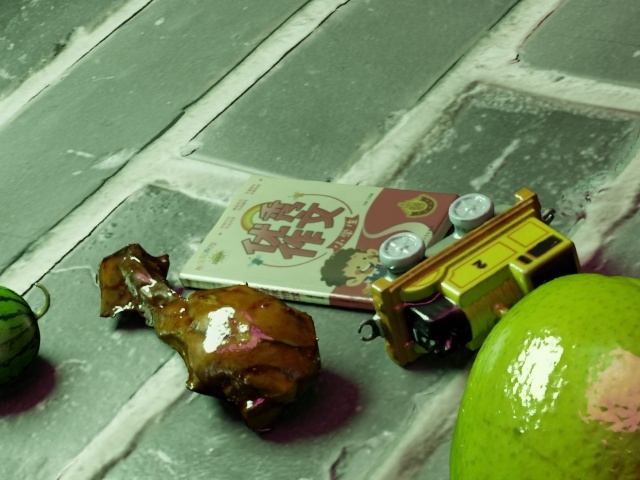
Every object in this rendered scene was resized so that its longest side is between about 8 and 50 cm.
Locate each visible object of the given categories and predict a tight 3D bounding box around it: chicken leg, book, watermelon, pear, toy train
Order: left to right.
[{"bbox_3d":[-0.300,0.088,1.594,0.109,0.109,0.109,-10,36,7],"label":"watermelon"},{"bbox_3d":[-0.116,0.072,1.560,0.113,0.093,0.304,-45,40,-19],"label":"chicken leg"},{"bbox_3d":[0.000,0.000,1.659,0.231,0.022,0.162,7,41,27],"label":"book"},{"bbox_3d":[0.134,0.036,1.504,0.219,0.089,0.127,-30,37,-21],"label":"toy train"},{"bbox_3d":[0.195,0.145,1.312,0.288,0.139,0.239,15,54,37],"label":"pear"}]
